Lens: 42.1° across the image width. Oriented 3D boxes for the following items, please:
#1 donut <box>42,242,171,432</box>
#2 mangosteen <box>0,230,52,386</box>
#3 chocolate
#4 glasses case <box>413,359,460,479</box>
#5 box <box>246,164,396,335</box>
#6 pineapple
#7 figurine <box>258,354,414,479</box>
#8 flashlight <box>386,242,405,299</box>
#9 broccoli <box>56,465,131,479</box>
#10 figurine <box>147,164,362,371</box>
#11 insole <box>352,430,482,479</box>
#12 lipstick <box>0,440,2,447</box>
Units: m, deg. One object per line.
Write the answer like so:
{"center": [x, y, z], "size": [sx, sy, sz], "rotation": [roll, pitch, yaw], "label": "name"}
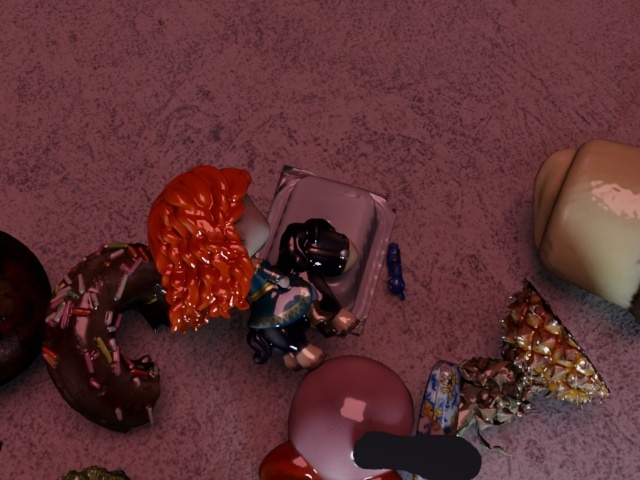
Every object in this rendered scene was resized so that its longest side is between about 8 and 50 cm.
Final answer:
{"center": [-0.351, 0.143, 1.489], "size": [0.259, 0.136, 0.345], "rotation": [45, 53, -29], "label": "donut"}
{"center": [-0.646, 0.128, 1.489], "size": [0.306, 0.359, 0.306], "rotation": [10, 71, -33], "label": "mangosteen"}
{"center": [0.549, -0.027, 1.597], "size": [0.297, 0.314, 0.326], "rotation": [11, 65, 13], "label": "chocolate"}
{"center": [0.200, 0.331, 1.432], "size": [0.065, 0.087, 0.248], "rotation": [10, 93, 22], "label": "glasses case"}
{"center": [0.000, 0.000, 1.656], "size": [0.264, 0.106, 0.337], "rotation": [15, 62, 5], "label": "box"}
{"center": [0.336, 0.247, 1.508], "size": [0.271, 0.262, 0.262], "rotation": [-35, 67, 6], "label": "pineapple"}
{"center": [0.052, 0.321, 1.428], "size": [0.269, 0.211, 0.261], "rotation": [15, 62, 5], "label": "figurine"}
{"center": [0.147, 0.061, 1.671], "size": [0.035, 0.057, 0.121], "rotation": [-23, 51, 28], "label": "flashlight"}
{"center": [-0.393, 0.493, 1.294], "size": [0.307, 0.275, 0.308], "rotation": [-14, 53, 20], "label": "broccoli"}
{"center": [-0.111, 0.048, 1.451], "size": [0.411, 0.241, 0.306], "rotation": [22, 85, -15], "label": "figurine"}
{"center": [0.164, 0.354, 1.369], "size": [0.253, 0.005, 0.086], "rotation": [15, 94, -25], "label": "insole"}
{"center": [-0.658, 0.364, 1.477], "size": [0.176, 0.027, 0.027], "rotation": [3, 62, -3], "label": "lipstick"}
